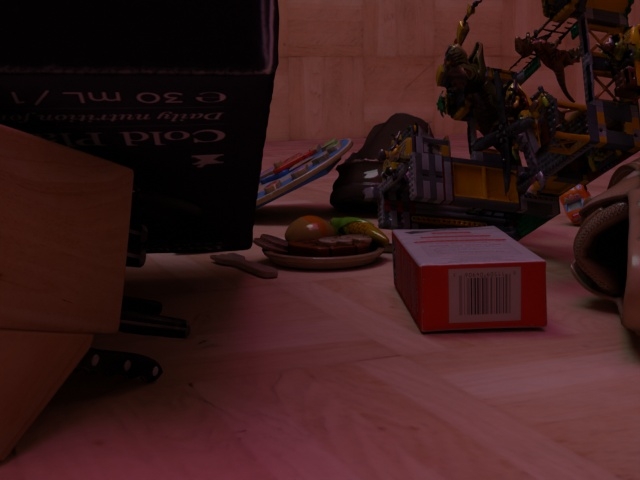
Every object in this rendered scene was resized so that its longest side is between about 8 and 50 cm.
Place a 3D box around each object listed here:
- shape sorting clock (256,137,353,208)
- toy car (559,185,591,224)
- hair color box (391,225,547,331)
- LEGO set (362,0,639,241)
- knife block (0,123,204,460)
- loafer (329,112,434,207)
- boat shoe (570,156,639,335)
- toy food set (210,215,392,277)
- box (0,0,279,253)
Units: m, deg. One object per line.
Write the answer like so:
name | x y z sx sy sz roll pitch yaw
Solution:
shape sorting clock | -0.050 -0.087 1.308 0.206 0.040 0.206 -27 7 4
toy car | 0.349 -0.043 1.178 0.122 0.060 0.041 -4 39 23
hair color box | 0.111 0.026 0.771 0.093 0.054 0.167 -2 11 -2
LEGO set | 0.157 -0.136 0.965 0.192 0.255 0.331 6 -12 -18
knife block | -0.162 -0.019 0.526 0.088 0.276 0.242 2 39 23
loafer | 0.096 -0.121 1.430 0.133 0.130 0.366 1 10 13
boat shoe | 0.251 -0.008 0.757 0.110 0.122 0.341 1 11 6
toy food set | 0.000 0.000 0.980 0.192 0.039 0.132 -6 11 -31
box | -0.279 -0.168 0.701 0.479 0.298 0.472 -1 -10 -5
